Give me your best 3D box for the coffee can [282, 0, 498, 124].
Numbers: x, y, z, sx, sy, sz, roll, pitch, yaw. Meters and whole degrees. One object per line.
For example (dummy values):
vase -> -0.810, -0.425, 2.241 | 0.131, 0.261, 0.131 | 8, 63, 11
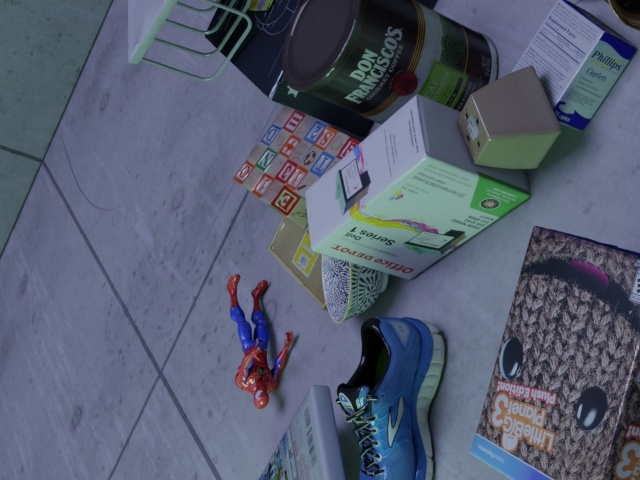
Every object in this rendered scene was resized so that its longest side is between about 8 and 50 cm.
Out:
coffee can -> 0.108, -0.283, 1.815 | 0.201, 0.275, 0.201 | -33, 47, 46

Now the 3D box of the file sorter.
file sorter -> -0.239, -0.460, 2.145 | 0.193, 0.173, 0.277 | -48, 36, 40

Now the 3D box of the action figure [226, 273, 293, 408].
action figure -> -0.106, 0.164, 2.085 | 0.139, 0.091, 0.280 | -54, 34, 42

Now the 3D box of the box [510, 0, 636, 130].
box -> 0.347, -0.245, 1.613 | 0.137, 0.072, 0.126 | -59, 34, 20

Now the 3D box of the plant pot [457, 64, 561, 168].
plant pot -> 0.251, -0.160, 1.596 | 0.109, 0.096, 0.109 | 109, 145, -63

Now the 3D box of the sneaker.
sneaker -> 0.079, 0.266, 1.684 | 0.130, 0.147, 0.330 | -18, 61, 54

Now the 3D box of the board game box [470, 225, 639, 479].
board game box -> 0.324, 0.153, 1.326 | 0.232, 0.141, 0.291 | 22, 99, 62

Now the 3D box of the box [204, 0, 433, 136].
box -> -0.012, -0.415, 2.143 | 0.293, 0.212, 0.395 | -62, 31, 14

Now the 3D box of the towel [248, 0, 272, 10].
towel -> -0.103, -0.440, 2.085 | 0.083, 0.009, 0.060 | 24, 94, 60

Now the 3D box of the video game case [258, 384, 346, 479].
video game case -> -0.023, 0.440, 1.787 | 0.300, 0.036, 0.329 | 116, 152, -43

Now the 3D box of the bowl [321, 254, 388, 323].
bowl -> 0.061, 0.048, 1.877 | 0.170, 0.080, 0.170 | 178, 90, -75

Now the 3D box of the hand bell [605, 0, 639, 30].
hand bell -> 0.392, -0.358, 1.603 | 0.126, 0.126, 0.242 | -67, 19, 6

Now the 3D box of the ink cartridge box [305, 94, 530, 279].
ink cartridge box -> 0.137, -0.069, 1.724 | 0.278, 0.201, 0.117 | -39, 45, 42

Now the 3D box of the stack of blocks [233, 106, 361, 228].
stack of blocks -> -0.018, -0.116, 2.041 | 0.171, 0.087, 0.297 | -55, 33, -1

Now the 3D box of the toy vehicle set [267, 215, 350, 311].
toy vehicle set -> 0.000, 0.000, 2.065 | 0.166, 0.035, 0.267 | -64, 32, 12
